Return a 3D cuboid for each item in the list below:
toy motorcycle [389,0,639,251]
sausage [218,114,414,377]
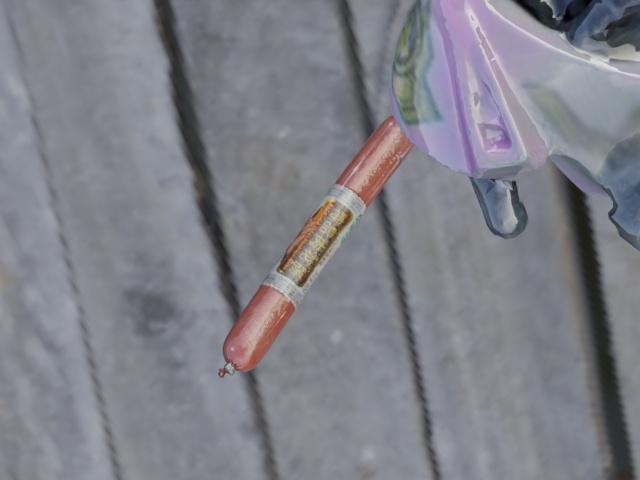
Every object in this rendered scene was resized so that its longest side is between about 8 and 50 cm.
[{"bbox_3d":[0.150,-0.045,0.758,0.188,0.143,0.327,-25,135,19],"label":"toy motorcycle"},{"bbox_3d":[0.000,0.000,1.380,0.034,0.253,0.034,30,159,13],"label":"sausage"}]
